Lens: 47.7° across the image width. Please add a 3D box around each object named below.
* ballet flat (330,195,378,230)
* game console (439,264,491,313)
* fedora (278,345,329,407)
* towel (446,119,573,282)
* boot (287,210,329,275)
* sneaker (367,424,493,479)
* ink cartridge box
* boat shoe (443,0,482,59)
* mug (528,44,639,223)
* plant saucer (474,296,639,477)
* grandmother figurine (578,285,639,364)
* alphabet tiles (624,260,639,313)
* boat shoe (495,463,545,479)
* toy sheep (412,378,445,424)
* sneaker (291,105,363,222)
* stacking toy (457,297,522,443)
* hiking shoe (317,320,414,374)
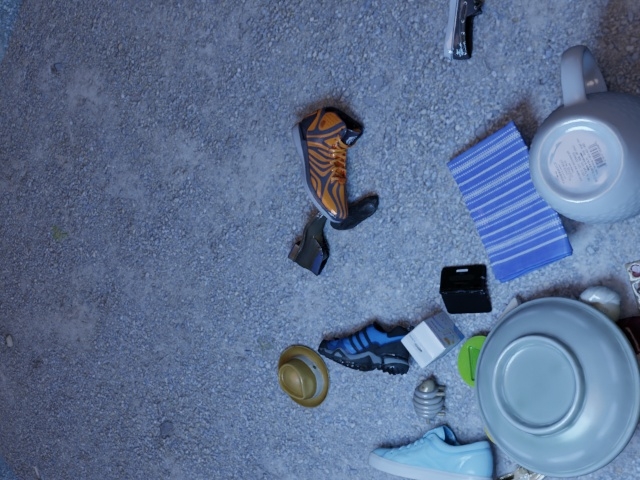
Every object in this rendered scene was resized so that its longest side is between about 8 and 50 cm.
[{"bbox_3d":[0.096,-0.072,2.005,0.173,0.049,0.057,-26,110,38],"label":"ballet flat"},{"bbox_3d":[0.374,0.126,1.858,0.122,0.071,0.107,-6,63,33],"label":"game console"},{"bbox_3d":[-0.066,0.412,2.149,0.194,0.079,0.194,6,100,33],"label":"fedora"},{"bbox_3d":[0.440,-0.082,1.719,0.243,0.040,0.336,-33,78,55],"label":"towel"},{"bbox_3d":[0.000,0.000,2.058,0.106,0.082,0.219,39,125,11],"label":"boot"},{"bbox_3d":[0.295,0.565,1.923,0.366,0.135,0.150,-2,70,36],"label":"sneaker"},{"bbox_3d":[0.285,0.255,1.855,0.092,0.143,0.090,52,120,16],"label":"ink cartridge box"},{"bbox_3d":[0.352,-0.547,1.741,0.076,0.080,0.229,15,106,25],"label":"boat shoe"},{"bbox_3d":[0.563,-0.216,1.493,0.276,0.328,0.374,-11,90,34],"label":"mug"},{"bbox_3d":[0.496,0.319,1.607,0.400,0.100,0.401,-14,71,43],"label":"plant saucer"},{"bbox_3d":[0.695,0.248,1.603,0.208,0.104,0.342,-35,76,17],"label":"grandmother figurine"},{"bbox_3d":[0.799,0.142,1.580,0.198,0.009,0.237,-18,87,34],"label":"alphabet tiles"},{"bbox_3d":[0.503,0.585,1.805,0.059,0.063,0.170,51,121,11],"label":"boat shoe"},{"bbox_3d":[0.287,0.428,1.916,0.091,0.091,0.132,6,105,33],"label":"toy sheep"},{"bbox_3d":[0.040,-0.219,1.951,0.180,0.124,0.321,-29,74,32],"label":"sneaker"},{"bbox_3d":[0.502,0.320,1.771,0.309,0.130,0.279,-51,47,23],"label":"stacking toy"},{"bbox_3d":[0.129,0.291,2.008,0.304,0.113,0.132,1,67,40],"label":"hiking shoe"}]
